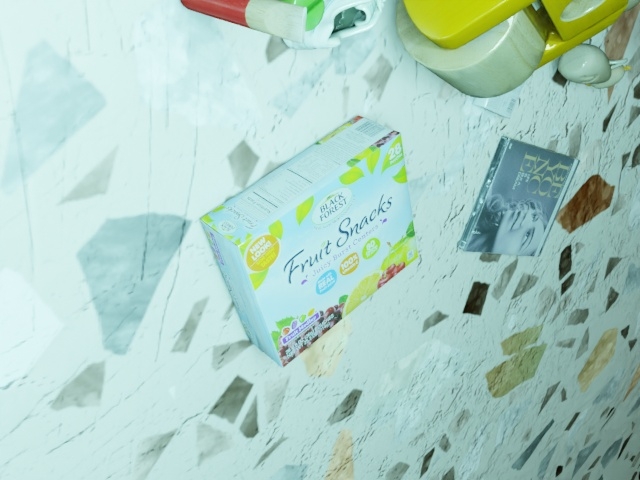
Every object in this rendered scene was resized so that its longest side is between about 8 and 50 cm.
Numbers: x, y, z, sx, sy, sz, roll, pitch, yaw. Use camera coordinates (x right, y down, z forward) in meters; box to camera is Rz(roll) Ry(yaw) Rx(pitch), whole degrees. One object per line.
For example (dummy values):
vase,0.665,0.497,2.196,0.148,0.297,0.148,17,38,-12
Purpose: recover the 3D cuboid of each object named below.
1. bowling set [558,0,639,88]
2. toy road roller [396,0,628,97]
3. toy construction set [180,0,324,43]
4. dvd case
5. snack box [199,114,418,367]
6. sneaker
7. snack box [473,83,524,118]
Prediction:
bowling set,0.434,-0.327,0.859,0.154,0.287,0.200,-5,83,-50
toy road roller,0.206,-0.316,0.638,0.329,0.240,0.202,-32,164,24
toy construction set,0.043,-0.271,0.448,0.257,0.237,0.309,15,103,-48
dvd case,0.296,-0.056,0.998,0.221,0.018,0.164,4,110,-46
snack box,0.000,0.000,0.696,0.207,0.070,0.174,-37,135,-25
sneaker,0.037,-0.215,0.612,0.152,0.061,0.053,-44,135,-19
snack box,0.243,-0.241,0.829,0.064,0.022,0.178,7,108,-46
